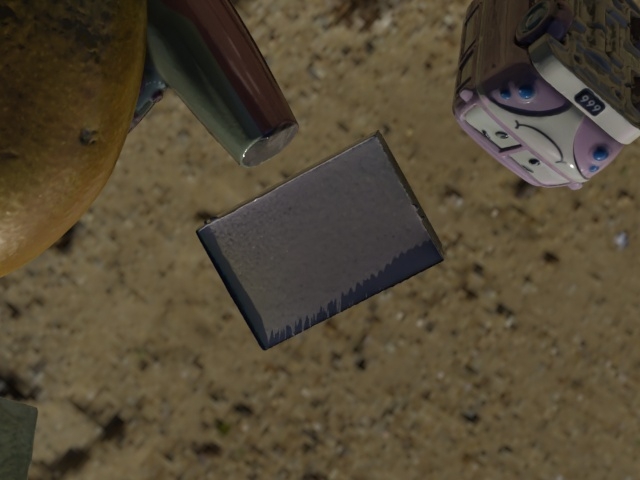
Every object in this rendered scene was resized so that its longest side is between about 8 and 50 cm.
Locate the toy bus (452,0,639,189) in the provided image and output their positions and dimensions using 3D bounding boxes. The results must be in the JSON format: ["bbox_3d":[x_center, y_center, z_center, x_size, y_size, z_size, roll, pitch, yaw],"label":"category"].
[{"bbox_3d":[0.201,-0.147,1.491,0.142,0.202,0.142,39,125,-21],"label":"toy bus"}]

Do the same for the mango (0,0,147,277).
[{"bbox_3d":[-0.152,-0.070,0.792,0.136,0.099,0.227,28,110,-11],"label":"mango"}]

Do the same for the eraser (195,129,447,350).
[{"bbox_3d":[0.000,0.000,1.216,0.150,0.023,0.104,-27,98,14],"label":"eraser"}]

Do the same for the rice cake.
[{"bbox_3d":[-0.259,0.203,1.320,0.069,0.206,0.063,16,132,-10],"label":"rice cake"}]

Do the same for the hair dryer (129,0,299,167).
[{"bbox_3d":[-0.096,-0.060,0.901,0.154,0.054,0.106,-34,75,14],"label":"hair dryer"}]
